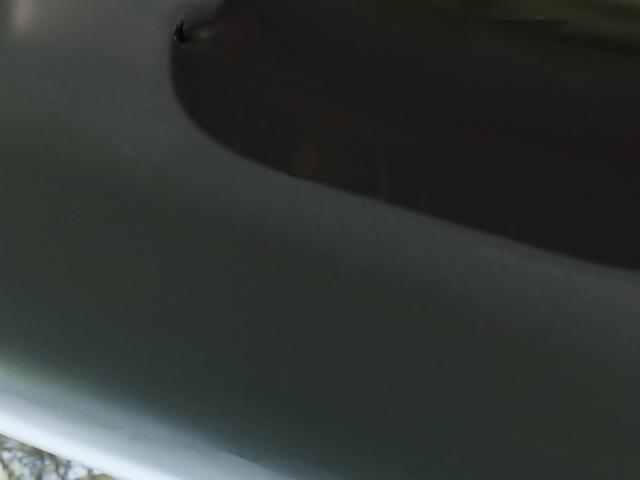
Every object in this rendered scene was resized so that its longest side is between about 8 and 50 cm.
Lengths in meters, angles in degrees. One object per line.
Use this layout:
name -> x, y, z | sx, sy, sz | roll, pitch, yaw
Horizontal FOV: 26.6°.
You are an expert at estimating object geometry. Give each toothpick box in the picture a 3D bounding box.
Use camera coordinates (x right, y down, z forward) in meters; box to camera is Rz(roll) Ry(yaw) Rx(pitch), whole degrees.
toothpick box -> 0.000, 0.000, 0.496 | 0.355, 0.263, 0.263 | 18, -126, 7
